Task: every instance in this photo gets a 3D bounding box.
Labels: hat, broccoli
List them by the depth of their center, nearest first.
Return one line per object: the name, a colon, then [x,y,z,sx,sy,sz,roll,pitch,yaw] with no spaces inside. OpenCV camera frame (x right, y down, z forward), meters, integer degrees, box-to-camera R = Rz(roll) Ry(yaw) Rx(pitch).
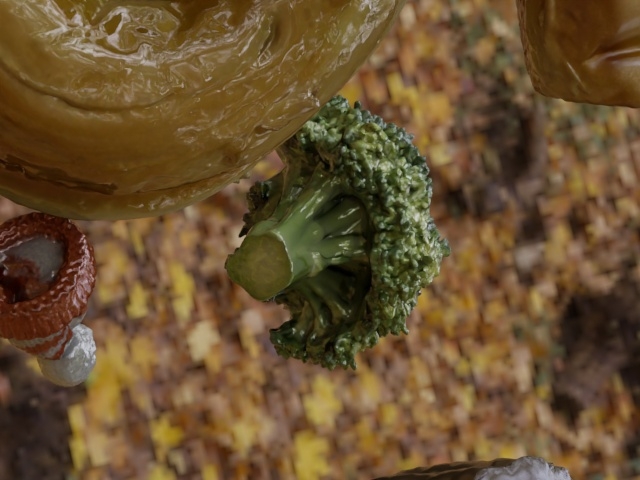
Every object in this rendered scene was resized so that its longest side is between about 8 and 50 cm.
hat: [-0.217,0.058,1.452,0.093,0.112,0.162,53,-14,26]
broccoli: [0.017,-0.008,1.969,0.260,0.235,0.288,-100,167,-84]

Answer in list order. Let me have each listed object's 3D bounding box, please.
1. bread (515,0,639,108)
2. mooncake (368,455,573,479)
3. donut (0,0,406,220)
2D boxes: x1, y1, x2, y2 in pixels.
bread: [0.181,-0.236,1.207,0.167,0.132,0.294,-99,180,-71]
mooncake: [0.128,0.355,1.681,0.324,0.187,0.324,10,75,-43]
donut: [-0.137,-0.232,1.340,0.198,0.449,0.448,-146,-141,-71]
